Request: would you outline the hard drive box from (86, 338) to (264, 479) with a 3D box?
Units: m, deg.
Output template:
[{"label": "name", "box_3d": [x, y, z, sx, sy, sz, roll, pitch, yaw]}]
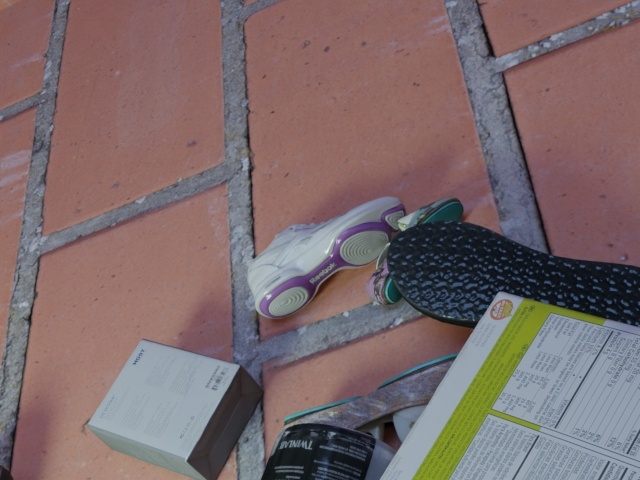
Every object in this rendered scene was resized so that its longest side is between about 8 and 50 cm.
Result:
[{"label": "hard drive box", "box_3d": [-0.238, 0.275, 1.837, 0.232, 0.089, 0.181, 11, 59, 37]}]

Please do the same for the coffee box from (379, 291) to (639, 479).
[{"label": "coffee box", "box_3d": [0.311, 0.315, 1.255, 0.334, 0.337, 0.338, 13, 61, 47]}]

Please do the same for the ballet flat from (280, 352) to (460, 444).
[{"label": "ballet flat", "box_3d": [0.094, 0.268, 1.651, 0.316, 0.107, 0.106, -24, 64, 18]}]

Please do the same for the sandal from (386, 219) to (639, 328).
[{"label": "sandal", "box_3d": [0.302, 0.090, 1.677, 0.446, 0.107, 0.167, 15, 60, 25]}]

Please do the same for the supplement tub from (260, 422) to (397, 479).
[{"label": "supplement tub", "box_3d": [-0.011, 0.430, 1.477, 0.207, 0.207, 0.338, -1, 53, 31]}]

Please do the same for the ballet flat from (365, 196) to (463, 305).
[{"label": "ballet flat", "box_3d": [0.146, 0.008, 1.852, 0.079, 0.077, 0.221, 22, 71, 47]}]

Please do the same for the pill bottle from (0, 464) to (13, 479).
[{"label": "pill bottle", "box_3d": [-0.588, 0.490, 1.834, 0.131, 0.130, 0.245, -16, 46, 19]}]

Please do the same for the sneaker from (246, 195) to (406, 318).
[{"label": "sneaker", "box_3d": [0.000, 0.000, 1.913, 0.305, 0.114, 0.152, -32, 44, 3]}]
